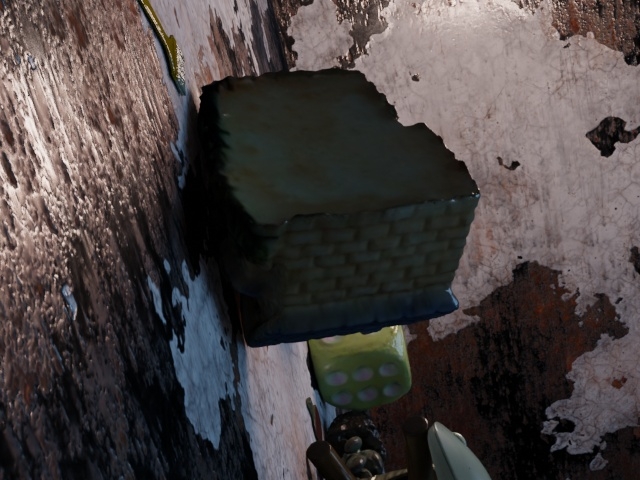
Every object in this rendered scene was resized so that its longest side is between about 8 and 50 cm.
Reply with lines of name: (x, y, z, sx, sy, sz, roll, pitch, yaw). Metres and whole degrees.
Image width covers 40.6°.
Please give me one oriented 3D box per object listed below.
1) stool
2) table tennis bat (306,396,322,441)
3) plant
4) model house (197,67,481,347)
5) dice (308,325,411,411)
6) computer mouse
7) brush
stool: (0.135, 0.558, 1.822, 0.310, 0.310, 0.226, -91, 162, -56)
table tennis bat: (-0.013, 0.427, 2.071, 0.087, 0.013, 0.156, -93, 172, -45)
plant: (0.085, 0.541, 2.175, 0.146, 0.149, 0.274, 60, 9, -18)
model house: (-0.015, -0.019, 1.482, 0.445, 0.395, 0.400, -120, -154, -45)
dice: (0.108, 0.292, 2.343, 0.249, 0.252, 0.254, -94, 170, -48)
computer mouse: (0.301, 0.499, 1.737, 0.159, 0.097, 0.288, 39, 33, -58)
brush: (-0.240, -0.311, 1.301, 0.205, 0.011, 0.083, 68, 12, -59)
